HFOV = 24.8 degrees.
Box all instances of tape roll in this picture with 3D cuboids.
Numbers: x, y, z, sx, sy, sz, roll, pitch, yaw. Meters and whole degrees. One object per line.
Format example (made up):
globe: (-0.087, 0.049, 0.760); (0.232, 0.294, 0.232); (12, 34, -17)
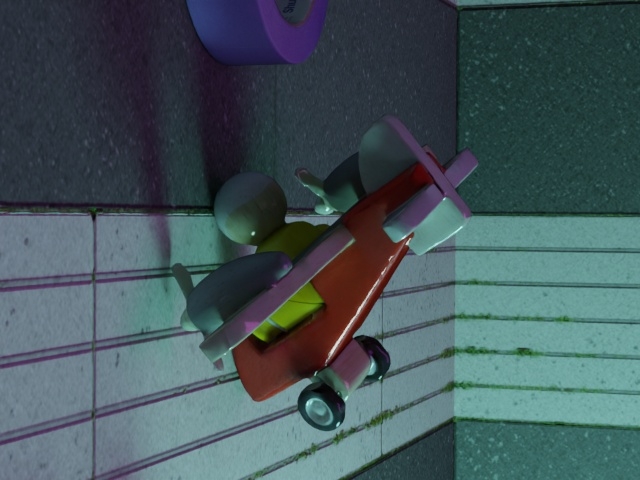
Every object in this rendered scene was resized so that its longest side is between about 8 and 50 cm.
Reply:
tape roll: (-0.072, -0.344, 1.706); (0.275, 0.090, 0.275); (1, 90, -72)

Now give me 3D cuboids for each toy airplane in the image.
toy airplane: (0.000, 0.000, 1.654); (0.384, 0.272, 0.386); (-53, 169, -6)
